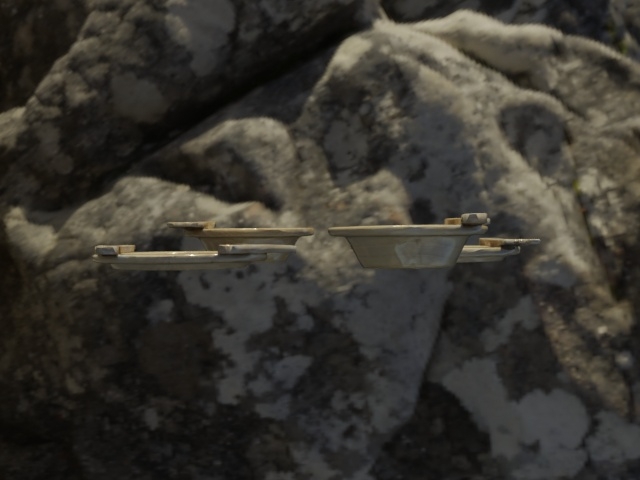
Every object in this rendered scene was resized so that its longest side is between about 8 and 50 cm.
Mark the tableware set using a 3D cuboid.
[{"bbox_3d":[0.000,0.000,0.454,0.141,0.169,0.020,-6,95,-80],"label":"tableware set"}]
